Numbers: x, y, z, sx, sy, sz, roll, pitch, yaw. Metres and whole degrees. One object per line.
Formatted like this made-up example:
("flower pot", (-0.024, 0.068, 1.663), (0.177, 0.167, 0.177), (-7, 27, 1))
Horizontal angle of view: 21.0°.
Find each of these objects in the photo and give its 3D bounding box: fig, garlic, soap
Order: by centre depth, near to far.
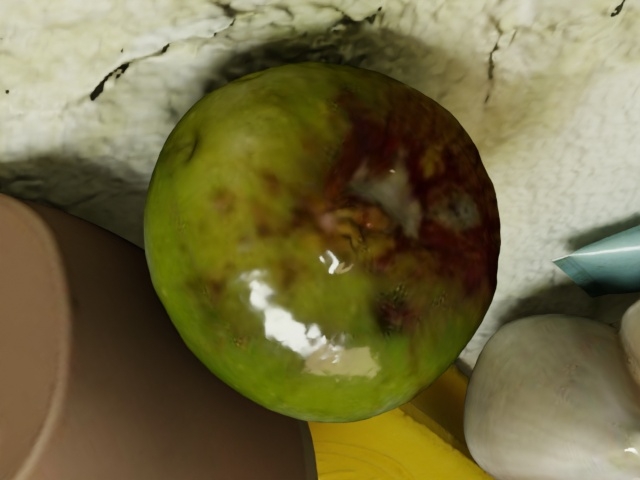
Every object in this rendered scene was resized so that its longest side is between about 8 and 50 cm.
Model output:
("fig", (0.000, 0.000, 0.875), (0.181, 0.181, 0.191), (-10, 172, -7))
("garlic", (0.229, 0.098, 1.129), (0.279, 0.132, 0.325), (-14, 170, 17))
("soap", (-0.014, 0.130, 1.170), (0.204, 0.096, 0.324), (-24, 150, 18))

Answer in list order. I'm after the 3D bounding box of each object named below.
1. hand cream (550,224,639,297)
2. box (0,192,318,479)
("hand cream", (0.305, -0.014, 1.082), (0.312, 0.070, 0.111), (-19, 161, 19))
("box", (-0.177, 0.123, 0.920), (0.301, 0.301, 0.216), (-24, 142, 19))
